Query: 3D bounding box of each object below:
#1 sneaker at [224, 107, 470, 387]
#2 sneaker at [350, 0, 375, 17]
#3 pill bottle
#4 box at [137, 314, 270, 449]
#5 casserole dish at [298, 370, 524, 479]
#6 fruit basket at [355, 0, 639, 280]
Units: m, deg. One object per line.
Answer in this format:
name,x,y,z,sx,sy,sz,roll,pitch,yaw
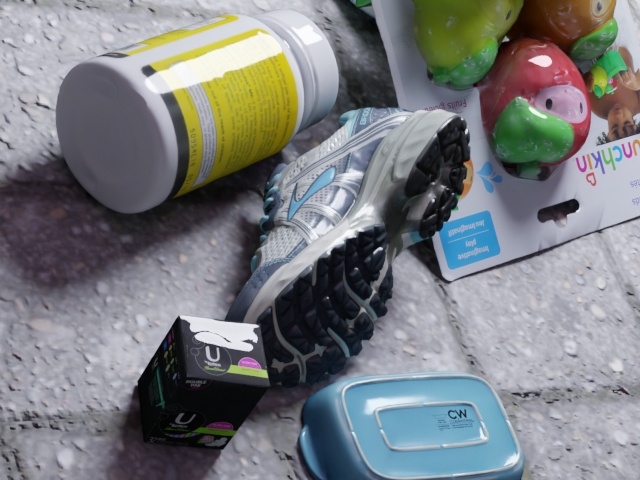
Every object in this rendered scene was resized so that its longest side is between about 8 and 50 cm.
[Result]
sneaker,0.000,0.000,1.228,0.122,0.110,0.283,16,48,32
sneaker,0.073,-0.368,1.503,0.127,0.208,0.319,3,53,-30
pill bottle,-0.089,-0.106,1.236,0.208,0.119,0.119,-26,69,-43
box,-0.080,0.096,1.085,0.062,0.083,0.052,9,48,-26
casserole dish,0.074,0.143,1.174,0.188,0.037,0.114,1,53,-32
fruit basket,0.182,-0.172,1.400,0.327,0.165,0.353,-16,87,-40
